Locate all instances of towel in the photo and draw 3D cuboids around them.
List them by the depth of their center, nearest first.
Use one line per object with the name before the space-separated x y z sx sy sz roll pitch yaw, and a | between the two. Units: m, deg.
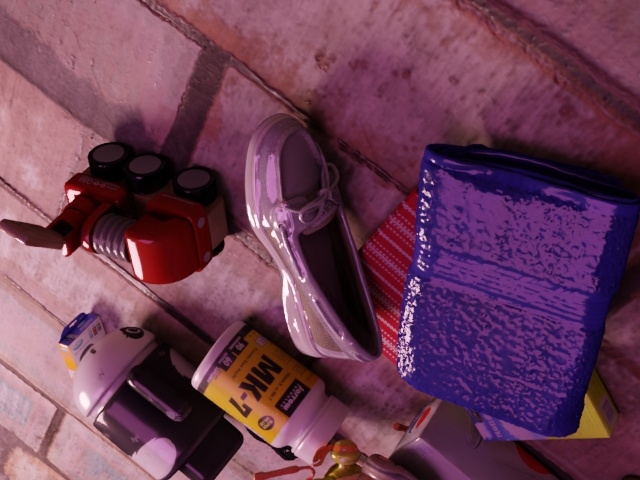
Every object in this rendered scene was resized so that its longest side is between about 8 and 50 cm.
towel | 0.205 0.052 1.087 0.228 0.076 0.308 18 121 21
towel | 0.131 0.063 1.218 0.199 0.031 0.275 41 139 0

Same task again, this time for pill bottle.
pill bottle | -0.069 0.219 1.432 0.208 0.119 0.119 35 138 5

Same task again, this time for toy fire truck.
toy fire truck | -0.268 -0.016 1.278 0.217 0.246 0.158 18 134 24

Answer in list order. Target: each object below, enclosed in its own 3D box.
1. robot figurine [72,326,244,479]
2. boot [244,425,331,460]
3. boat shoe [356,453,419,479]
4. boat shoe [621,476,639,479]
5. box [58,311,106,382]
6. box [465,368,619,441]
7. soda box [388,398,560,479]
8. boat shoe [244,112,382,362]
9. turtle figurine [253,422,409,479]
robot figurine | -0.253 0.258 1.564 0.278 0.173 0.209 40 121 0
boot | -0.049 0.295 1.538 0.121 0.045 0.099 45 141 -16
boat shoe | 0.144 0.419 1.324 0.324 0.116 0.123 45 163 -17
boat shoe | 0.444 0.364 1.217 0.190 0.072 0.068 22 135 19
box | -0.388 0.186 1.662 0.028 0.081 0.136 15 133 26
box | 0.260 0.193 1.226 0.178 0.042 0.109 -13 116 42
soda box | 0.238 0.331 1.320 0.286 0.098 0.091 40 141 1
boat shoe | -0.001 0.002 1.179 0.103 0.118 0.320 7 120 38
turtle figurine | 0.028 0.364 1.363 0.087 0.270 0.217 2 98 58
